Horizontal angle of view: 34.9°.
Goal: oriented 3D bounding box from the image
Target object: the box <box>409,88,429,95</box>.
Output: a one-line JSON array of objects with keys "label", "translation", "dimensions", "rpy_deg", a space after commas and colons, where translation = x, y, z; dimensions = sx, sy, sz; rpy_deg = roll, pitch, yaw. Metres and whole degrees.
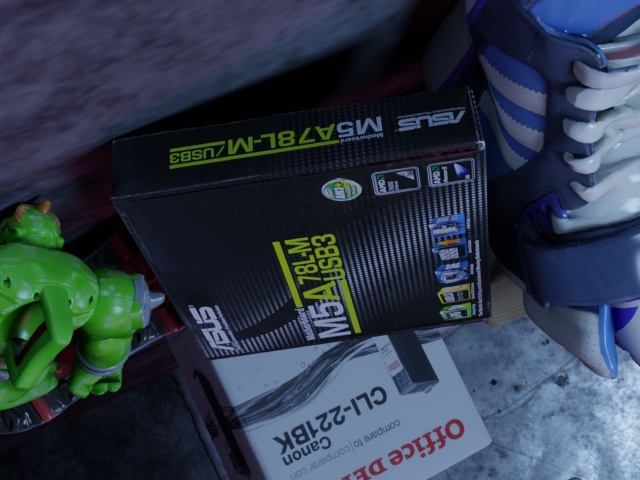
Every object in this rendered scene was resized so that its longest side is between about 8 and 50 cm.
[{"label": "box", "translation": [0.085, -0.057, 0.759], "dimensions": [0.275, 0.094, 0.113], "rpy_deg": [-24, 173, -19]}]

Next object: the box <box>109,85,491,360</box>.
[{"label": "box", "translation": [0.000, 0.000, 0.570], "dimensions": [0.184, 0.045, 0.190], "rpy_deg": [-10, 148, 4]}]

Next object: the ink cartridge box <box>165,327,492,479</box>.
[{"label": "ink cartridge box", "translation": [-0.008, 0.101, 0.882], "dimensions": [0.197, 0.272, 0.114], "rpy_deg": [-23, 173, -23]}]

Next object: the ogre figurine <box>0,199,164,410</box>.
[{"label": "ogre figurine", "translation": [-0.171, 0.043, 0.554], "dimensions": [0.197, 0.096, 0.118], "rpy_deg": [33, 129, -28]}]

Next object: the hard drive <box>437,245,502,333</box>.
[{"label": "hard drive", "translation": [0.107, 0.002, 0.999], "dimensions": [0.040, 0.203, 0.307], "rpy_deg": [21, 159, -12]}]

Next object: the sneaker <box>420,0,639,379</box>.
[{"label": "sneaker", "translation": [0.160, -0.044, 0.510], "dimensions": [0.130, 0.236, 0.323], "rpy_deg": [-24, 174, -10]}]

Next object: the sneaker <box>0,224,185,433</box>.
[{"label": "sneaker", "translation": [-0.160, 0.057, 0.721], "dimensions": [0.262, 0.104, 0.125], "rpy_deg": [-24, 176, -6]}]

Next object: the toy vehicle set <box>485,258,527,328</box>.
[{"label": "toy vehicle set", "translation": [0.232, -0.050, 0.797], "dimensions": [0.267, 0.035, 0.166], "rpy_deg": [-47, -178, -27]}]
